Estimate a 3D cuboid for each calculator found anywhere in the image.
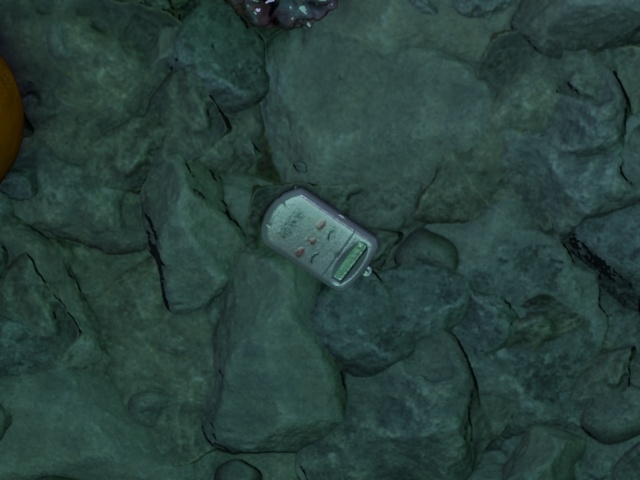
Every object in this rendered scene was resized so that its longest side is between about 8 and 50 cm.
[{"bbox_3d":[0.000,0.000,1.602,0.175,0.032,0.100,33,107,-10],"label":"calculator"}]

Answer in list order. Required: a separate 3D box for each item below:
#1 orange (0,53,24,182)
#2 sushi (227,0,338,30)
[{"bbox_3d":[-0.528,-0.153,1.428,0.312,0.312,0.312,1,109,2],"label":"orange"},{"bbox_3d":[-0.072,-0.382,1.399,0.237,0.171,0.270,-23,112,10],"label":"sushi"}]
